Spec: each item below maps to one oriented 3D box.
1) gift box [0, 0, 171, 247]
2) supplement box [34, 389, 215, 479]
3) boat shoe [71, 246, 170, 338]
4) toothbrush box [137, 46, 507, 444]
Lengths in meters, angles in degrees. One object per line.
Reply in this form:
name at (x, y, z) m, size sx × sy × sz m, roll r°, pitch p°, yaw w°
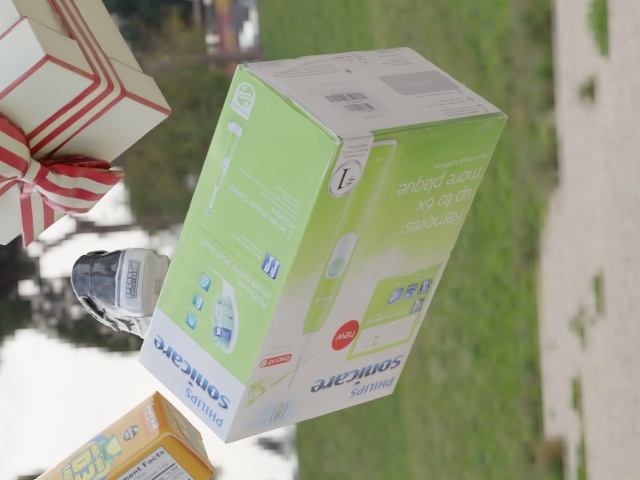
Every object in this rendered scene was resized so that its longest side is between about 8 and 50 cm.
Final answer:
gift box at (-0.324, -0.135, 1.679) m, size 0.258 × 0.276 × 0.255 m, roll 58°, pitch -160°, yaw 22°
supplement box at (-0.214, 0.243, 1.654) m, size 0.080 × 0.233 × 0.078 m, roll 53°, pitch -176°, yaw -32°
boat shoe at (-0.181, 0.048, 1.625) m, size 0.228 × 0.076 × 0.080 m, roll 67°, pitch -153°, yaw -84°
toothbrush box at (0.000, 0.000, 1.440) m, size 0.206 × 0.122 × 0.283 m, roll -11°, pitch -48°, yaw -47°
